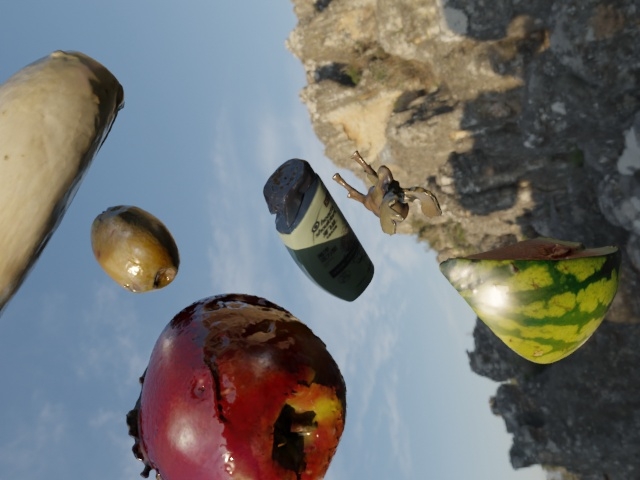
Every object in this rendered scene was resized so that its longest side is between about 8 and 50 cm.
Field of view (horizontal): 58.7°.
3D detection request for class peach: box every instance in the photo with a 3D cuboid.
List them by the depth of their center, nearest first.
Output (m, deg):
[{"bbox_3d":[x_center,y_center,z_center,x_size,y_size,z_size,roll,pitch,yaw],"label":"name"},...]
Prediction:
[{"bbox_3d":[-0.143,0.274,1.013,0.339,0.416,0.353,19,-101,-34],"label":"peach"}]

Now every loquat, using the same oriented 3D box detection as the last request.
[{"bbox_3d":[-0.425,0.019,1.301,0.227,0.179,0.179,40,-173,19],"label":"loquat"}]

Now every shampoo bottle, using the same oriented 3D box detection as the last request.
[{"bbox_3d":[0.000,0.000,1.099,0.134,0.078,0.359,-54,-39,-15],"label":"shampoo bottle"}]

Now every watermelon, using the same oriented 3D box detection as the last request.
[{"bbox_3d":[0.291,0.044,0.683,0.303,0.128,0.159,-8,-119,-47],"label":"watermelon"}]

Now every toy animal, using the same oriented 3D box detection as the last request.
[{"bbox_3d":[0.111,-0.070,0.924,0.186,0.094,0.214,46,-174,23],"label":"toy animal"}]

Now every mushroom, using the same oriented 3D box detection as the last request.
[{"bbox_3d":[-0.271,0.007,0.440,0.095,0.351,0.123,34,180,-15],"label":"mushroom"}]
